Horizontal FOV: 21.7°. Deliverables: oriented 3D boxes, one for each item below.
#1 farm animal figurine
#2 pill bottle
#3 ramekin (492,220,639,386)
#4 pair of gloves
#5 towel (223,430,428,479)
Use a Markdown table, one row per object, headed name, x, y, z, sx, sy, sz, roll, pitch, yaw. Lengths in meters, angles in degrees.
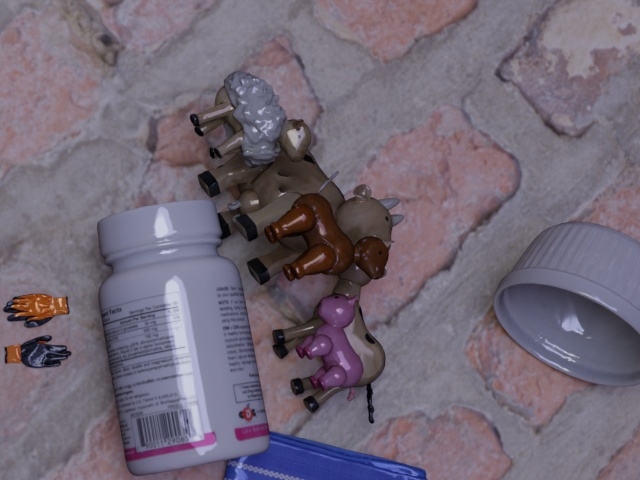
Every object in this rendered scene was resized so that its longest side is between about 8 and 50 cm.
| name | x | y | z | sx | sy | sz | roll | pitch | yaw |
| --- | --- | --- | --- | --- | --- | --- | --- | --- | --- |
| farm animal figurine | 0.000 | 0.000 | 1.876 | 0.172 | 0.330 | 0.327 | -27 | 61 | -16 |
| pill bottle | -0.156 | 0.107 | 1.837 | 0.160 | 0.160 | 0.283 | -8 | 83 | -17 |
| ramekin | 0.319 | 0.070 | 1.965 | 0.207 | 0.207 | 0.109 | 35 | 64 | -8 |
| pair of gloves | -0.316 | 0.101 | 1.870 | 0.074 | 0.010 | 0.083 | 0 | 82 | -17 |
| towel | -0.018 | 0.396 | 1.893 | 0.243 | 0.040 | 0.336 | 17 | 77 | -12 |
